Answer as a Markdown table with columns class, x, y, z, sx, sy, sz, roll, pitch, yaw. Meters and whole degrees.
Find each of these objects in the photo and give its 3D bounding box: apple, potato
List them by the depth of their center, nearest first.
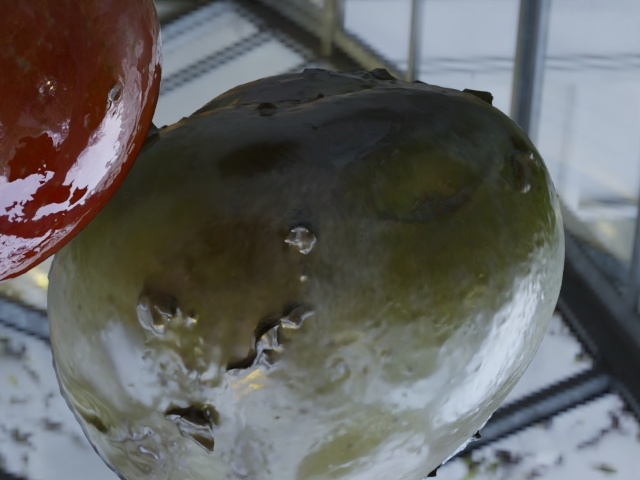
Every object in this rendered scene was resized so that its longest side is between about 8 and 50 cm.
| class | x | y | z | sx | sy | sz | roll | pitch | yaw |
| --- | --- | --- | --- | --- | --- | --- | --- | --- | --- |
| apple | -0.217 | -0.093 | 0.771 | 0.260 | 0.216 | 0.260 | 19 | 163 | 6 |
| potato | 0.000 | 0.000 | 1.263 | 0.442 | 0.319 | 0.385 | -25 | -115 | -28 |
